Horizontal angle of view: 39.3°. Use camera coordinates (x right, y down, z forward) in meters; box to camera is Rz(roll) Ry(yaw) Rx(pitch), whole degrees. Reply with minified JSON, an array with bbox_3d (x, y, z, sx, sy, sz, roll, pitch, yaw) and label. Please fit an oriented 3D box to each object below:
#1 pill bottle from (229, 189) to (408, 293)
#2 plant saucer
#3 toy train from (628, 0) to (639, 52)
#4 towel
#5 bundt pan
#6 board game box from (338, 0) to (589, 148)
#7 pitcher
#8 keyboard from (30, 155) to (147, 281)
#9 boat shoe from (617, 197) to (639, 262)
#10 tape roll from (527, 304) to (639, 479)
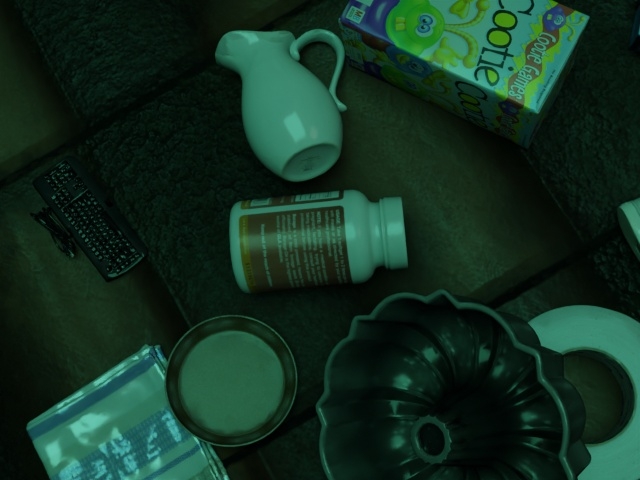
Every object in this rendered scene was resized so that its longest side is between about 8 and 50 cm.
[{"bbox_3d":[0.000,0.000,1.137,0.216,0.121,0.121,-5,77,6],"label":"pill bottle"},{"bbox_3d":[-0.114,0.180,1.145,0.168,0.029,0.169,1,71,-3],"label":"plant saucer"},{"bbox_3d":[0.497,-0.288,1.169,0.184,0.080,0.105,12,88,7],"label":"toy train"},{"bbox_3d":[-0.234,0.302,1.143,0.209,0.034,0.285,-32,76,0],"label":"towel"},{"bbox_3d":[0.157,0.217,1.016,0.330,0.124,0.331,0,90,40],"label":"bundt pan"},{"bbox_3d":[0.181,-0.256,1.162,0.275,0.144,0.142,27,82,13],"label":"board game box"},{"bbox_3d":[-0.027,-0.192,1.194,0.177,0.125,0.207,-18,64,-13],"label":"pitcher"},{"bbox_3d":[-0.329,-0.025,1.227,0.100,0.038,0.192,-41,75,-3],"label":"keyboard"},{"bbox_3d":[0.437,0.027,1.114,0.063,0.066,0.184,-24,66,2],"label":"boat shoe"},{"bbox_3d":[0.316,0.190,1.082,0.219,0.072,0.219,-1,76,6],"label":"tape roll"}]
